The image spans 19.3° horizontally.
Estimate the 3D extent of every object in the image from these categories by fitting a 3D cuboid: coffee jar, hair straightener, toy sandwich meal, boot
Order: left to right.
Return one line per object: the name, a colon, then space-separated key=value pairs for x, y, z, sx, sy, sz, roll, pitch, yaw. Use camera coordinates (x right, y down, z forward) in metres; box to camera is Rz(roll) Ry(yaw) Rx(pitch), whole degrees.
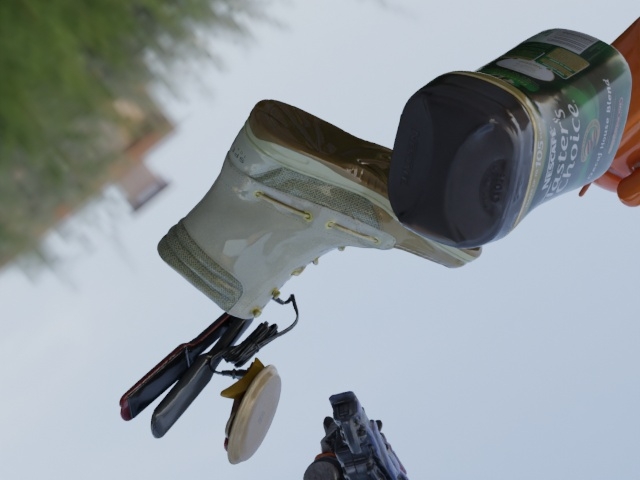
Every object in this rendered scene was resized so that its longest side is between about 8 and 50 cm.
hair straightener: x=-0.094 y=0.123 z=1.893 sx=0.089 sy=0.047 sz=0.230 roll=29 pitch=-131 yaw=28
toy sandwich meal: x=-0.054 y=0.121 z=1.359 sx=0.029 sy=0.085 sz=0.085 roll=21 pitch=-133 yaw=16
boot: x=0.000 y=0.000 z=1.449 sx=0.165 sy=0.213 sz=0.077 roll=-51 pitch=-156 yaw=30
coffee jar: x=0.111 y=-0.061 z=1.096 sx=0.079 sy=0.096 sz=0.184 roll=22 pitch=-153 yaw=24

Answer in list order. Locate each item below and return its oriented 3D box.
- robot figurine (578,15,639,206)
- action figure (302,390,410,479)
robot figurine: x=0.285 y=-0.118 z=1.611 sx=0.128 sy=0.158 sz=0.219 roll=-19 pitch=165 yaw=-34
action figure: x=0.011 y=0.315 z=2.076 sx=0.179 sy=0.341 sz=0.330 roll=-7 pitch=-137 yaw=19
